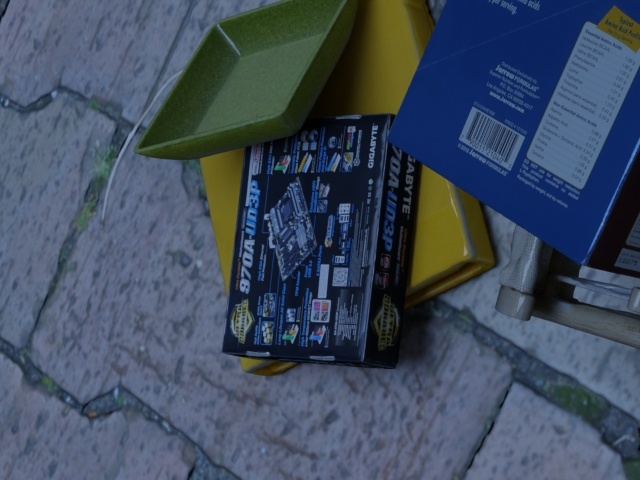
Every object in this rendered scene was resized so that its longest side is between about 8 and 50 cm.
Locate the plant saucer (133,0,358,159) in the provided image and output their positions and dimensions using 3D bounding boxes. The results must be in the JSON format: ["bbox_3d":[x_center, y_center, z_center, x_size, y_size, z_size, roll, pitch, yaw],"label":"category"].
[{"bbox_3d":[-0.056,-0.145,1.640,0.188,0.045,0.188,-11,40,40],"label":"plant saucer"}]

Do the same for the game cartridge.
[{"bbox_3d":[0.009,-0.072,1.675,0.285,0.053,0.323,-28,62,35],"label":"game cartridge"}]

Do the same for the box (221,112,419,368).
[{"bbox_3d":[0.000,0.000,1.598,0.175,0.051,0.220,-1,81,43],"label":"box"}]

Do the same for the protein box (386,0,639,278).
[{"bbox_3d":[0.182,-0.104,1.123,0.200,0.136,0.201,36,108,46],"label":"protein box"}]

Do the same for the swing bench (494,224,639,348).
[{"bbox_3d":[0.246,-0.050,1.259,0.255,0.165,0.253,14,92,43],"label":"swing bench"}]
